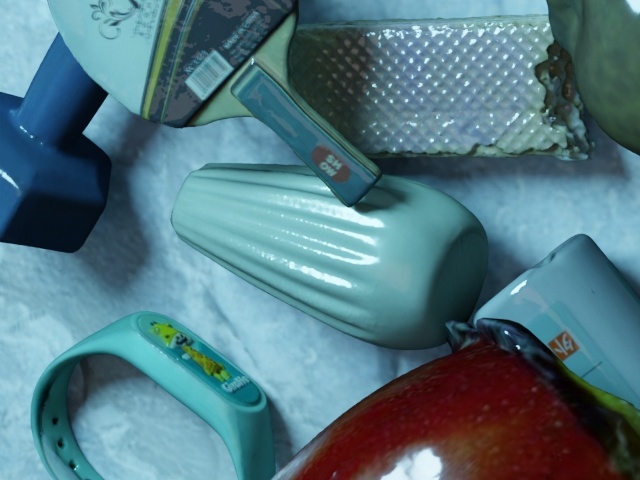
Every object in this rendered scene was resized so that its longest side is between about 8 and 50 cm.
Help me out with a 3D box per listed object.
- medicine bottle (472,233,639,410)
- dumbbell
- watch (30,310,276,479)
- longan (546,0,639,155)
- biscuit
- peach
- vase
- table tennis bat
[{"bbox_3d":[0.257,0.162,1.183,0.110,0.110,0.352,-40,84,25],"label":"medicine bottle"},{"bbox_3d":[-0.182,-0.148,1.293,0.160,0.144,0.325,41,114,12],"label":"dumbbell"},{"bbox_3d":[-0.137,0.173,1.381,0.237,0.068,0.195,34,113,15],"label":"watch"},{"bbox_3d":[0.241,-0.144,1.099,0.204,0.159,0.185,26,117,15],"label":"longan"},{"bbox_3d":[0.088,-0.113,1.228,0.238,0.062,0.108,1,103,24],"label":"biscuit"},{"bbox_3d":[0.115,0.250,1.115,0.339,0.353,0.417,43,122,13],"label":"peach"},{"bbox_3d":[0.000,0.000,1.259,0.248,0.128,0.128,17,107,28],"label":"vase"},{"bbox_3d":[-0.074,-0.139,1.176,0.301,0.022,0.173,46,113,-1],"label":"table tennis bat"}]
